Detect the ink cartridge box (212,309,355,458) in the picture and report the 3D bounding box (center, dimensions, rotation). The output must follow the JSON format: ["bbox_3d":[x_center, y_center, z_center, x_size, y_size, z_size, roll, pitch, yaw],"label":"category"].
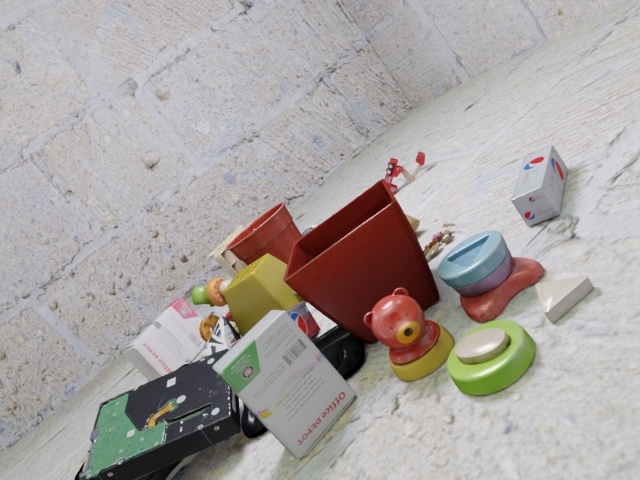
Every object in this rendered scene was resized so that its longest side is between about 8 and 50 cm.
[{"bbox_3d":[-0.063,0.254,0.894,0.154,0.212,0.093,-44,10,-21],"label":"ink cartridge box"}]

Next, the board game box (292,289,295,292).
[{"bbox_3d":[-0.031,0.140,1.581,0.090,0.020,0.090,4,28,19],"label":"board game box"}]

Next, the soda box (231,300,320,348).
[{"bbox_3d":[-0.101,0.234,1.202,0.083,0.092,0.263,-33,-5,24],"label":"soda box"}]

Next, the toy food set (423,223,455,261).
[{"bbox_3d":[0.291,0.008,1.243,0.122,0.019,0.078,-48,13,-8],"label":"toy food set"}]

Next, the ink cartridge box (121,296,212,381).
[{"bbox_3d":[-0.575,0.389,1.892,0.117,0.207,0.283,-30,14,39],"label":"ink cartridge box"}]

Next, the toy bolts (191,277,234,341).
[{"bbox_3d":[-0.306,0.243,1.741,0.158,0.219,0.228,-19,-19,33],"label":"toy bolts"}]

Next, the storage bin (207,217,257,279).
[{"bbox_3d":[-0.286,0.090,2.041,0.123,0.262,0.260,-24,18,42],"label":"storage bin"}]

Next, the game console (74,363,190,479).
[{"bbox_3d":[-0.567,0.576,1.547,0.342,0.060,0.386,-34,14,9],"label":"game console"}]

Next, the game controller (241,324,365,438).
[{"bbox_3d":[-0.043,0.298,1.072,0.319,0.067,0.166,-36,26,11],"label":"game controller"}]

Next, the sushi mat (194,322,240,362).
[{"bbox_3d":[-0.375,0.388,1.774,0.316,0.019,0.151,-45,15,-30],"label":"sushi mat"}]

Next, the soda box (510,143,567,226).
[{"bbox_3d":[0.470,-0.122,1.061,0.069,0.074,0.216,-28,16,41],"label":"soda box"}]

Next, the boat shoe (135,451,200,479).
[{"bbox_3d":[-0.390,0.511,1.124,0.340,0.113,0.127,-43,13,-23],"label":"boat shoe"}]

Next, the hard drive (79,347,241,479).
[{"bbox_3d":[-0.345,0.395,1.110,0.338,0.064,0.237,-23,26,-2],"label":"hard drive"}]

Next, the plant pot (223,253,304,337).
[{"bbox_3d":[-0.186,0.172,1.616,0.212,0.187,0.212,-32,13,27],"label":"plant pot"}]

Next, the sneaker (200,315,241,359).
[{"bbox_3d":[-0.311,0.334,1.532,0.146,0.122,0.330,-38,11,-8],"label":"sneaker"}]

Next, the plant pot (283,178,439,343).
[{"bbox_3d":[0.107,0.055,1.076,0.267,0.236,0.267,-37,12,11],"label":"plant pot"}]

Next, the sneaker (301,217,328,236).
[{"bbox_3d":[0.000,0.000,1.880,0.112,0.121,0.299,-48,16,-33],"label":"sneaker"}]

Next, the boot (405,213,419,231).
[{"bbox_3d":[0.178,0.021,1.357,0.269,0.089,0.236,-42,13,-22],"label":"boot"}]

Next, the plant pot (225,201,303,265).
[{"bbox_3d":[-0.155,0.044,1.816,0.272,0.265,0.272,-37,12,9],"label":"plant pot"}]

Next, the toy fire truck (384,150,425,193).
[{"bbox_3d":[0.327,-0.266,1.965,0.047,0.135,0.192,-74,-2,-70],"label":"toy fire truck"}]

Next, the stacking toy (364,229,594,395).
[{"bbox_3d":[0.237,0.093,0.808,0.309,0.130,0.279,-42,12,-14],"label":"stacking toy"}]
